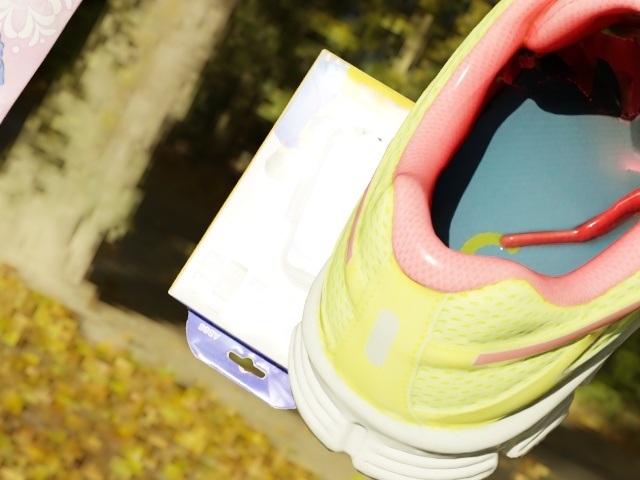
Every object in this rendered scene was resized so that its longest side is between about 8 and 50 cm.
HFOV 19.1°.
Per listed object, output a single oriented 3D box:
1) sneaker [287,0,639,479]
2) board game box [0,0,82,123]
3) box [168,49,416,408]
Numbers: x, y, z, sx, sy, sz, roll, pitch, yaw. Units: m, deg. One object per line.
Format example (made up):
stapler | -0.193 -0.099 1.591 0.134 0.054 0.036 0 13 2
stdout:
sneaker | 0.078 -0.036 0.417 0.081 0.208 0.094 36 -23 14
board game box | -0.179 -0.236 0.723 0.318 0.318 0.066 33 0 -36
box | 0.000 0.000 0.781 0.081 0.136 0.028 32 -4 9
